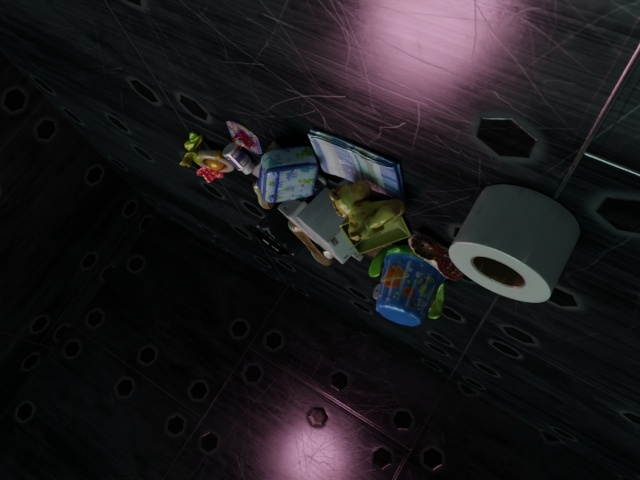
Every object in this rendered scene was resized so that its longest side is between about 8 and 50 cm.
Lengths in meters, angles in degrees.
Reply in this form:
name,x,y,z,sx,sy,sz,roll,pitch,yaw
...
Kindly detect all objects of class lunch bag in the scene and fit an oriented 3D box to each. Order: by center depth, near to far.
name,x,y,z,sx,sy,sz,roll,pitch,yaw
lunch bag,-0.103,-0.197,1.603,0.176,0.090,0.219,-8,159,-13

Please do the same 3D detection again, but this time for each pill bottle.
name,x,y,z,sx,sy,sz,roll,pitch,yaw
pill bottle,-0.301,-0.302,1.930,0.067,0.067,0.120,15,157,48

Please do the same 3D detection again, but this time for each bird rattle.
name,x,y,z,sx,sy,sz,roll,pitch,yaw
bird rattle,-0.442,-0.310,2.098,0.207,0.143,0.253,7,157,24

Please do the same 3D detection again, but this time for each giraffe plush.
name,x,y,z,sx,sy,sz,roll,pitch,yaw
giraffe plush,0.115,-0.096,1.498,0.170,0.210,0.181,57,176,10

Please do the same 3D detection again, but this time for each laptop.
name,x,y,z,sx,sy,sz,roll,pitch,yaw
laptop,-0.184,-0.048,2.349,0.234,0.136,0.264,40,163,-23

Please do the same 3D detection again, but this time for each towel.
name,x,y,z,sx,sy,sz,roll,pitch,yaw
towel,0.105,-0.207,1.479,0.285,0.034,0.209,26,164,24

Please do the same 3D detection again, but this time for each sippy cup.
name,x,y,z,sx,sy,sz,roll,pitch,yaw
sippy cup,0.303,0.167,1.806,0.305,0.224,0.240,21,160,4

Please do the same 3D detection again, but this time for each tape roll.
name,x,y,z,sx,sy,sz,roll,pitch,yaw
tape roll,0.445,0.009,1.207,0.246,0.169,0.246,31,165,10

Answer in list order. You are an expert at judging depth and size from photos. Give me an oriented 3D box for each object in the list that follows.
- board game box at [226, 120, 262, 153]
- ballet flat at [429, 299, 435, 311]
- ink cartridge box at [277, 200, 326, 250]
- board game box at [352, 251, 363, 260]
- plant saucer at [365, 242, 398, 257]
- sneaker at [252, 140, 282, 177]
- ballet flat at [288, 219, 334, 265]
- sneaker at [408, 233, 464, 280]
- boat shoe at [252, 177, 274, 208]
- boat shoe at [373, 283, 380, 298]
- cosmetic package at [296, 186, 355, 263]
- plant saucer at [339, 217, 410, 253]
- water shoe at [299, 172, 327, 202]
name,x,y,z,sx,sy,sz,roll,pitch,yaw
board game box,-0.273,-0.345,1.807,0.133,0.033,0.169,29,164,12
ballet flat,0.400,0.227,2.159,0.206,0.067,0.073,37,164,-14
ink cartridge box,-0.048,-0.076,2.010,0.212,0.093,0.154,40,179,-28
board game box,0.105,0.026,2.128,0.103,0.026,0.154,36,178,32
plant saucer,0.170,-0.008,1.953,0.278,0.041,0.278,31,165,9
sneaker,-0.146,-0.245,1.745,0.121,0.108,0.302,34,172,-10
ballet flat,0.000,0.000,2.231,0.124,0.116,0.342,-6,139,36
sneaker,0.374,0.043,1.657,0.225,0.088,0.093,37,-175,-14
boat shoe,-0.219,-0.183,2.148,0.072,0.068,0.190,14,159,19
boat shoe,0.331,0.244,2.328,0.094,0.109,0.302,21,177,-13
cosmetic package,0.048,-0.051,1.775,0.183,0.151,0.151,41,173,37
plant saucer,0.174,-0.047,1.664,0.188,0.045,0.188,-21,143,13
water shoe,-0.036,-0.174,1.770,0.073,0.080,0.203,34,165,-6
